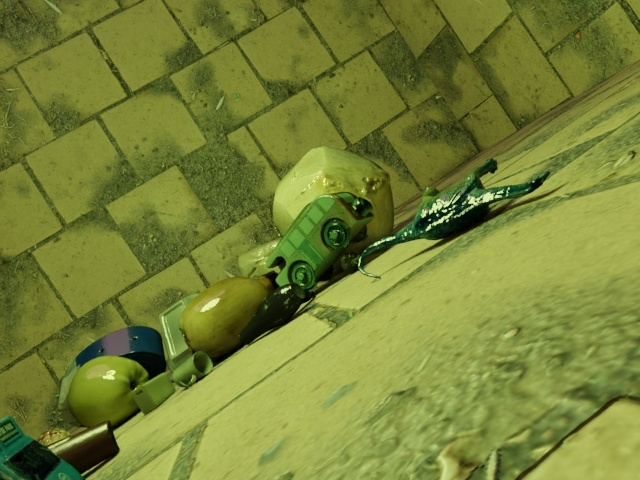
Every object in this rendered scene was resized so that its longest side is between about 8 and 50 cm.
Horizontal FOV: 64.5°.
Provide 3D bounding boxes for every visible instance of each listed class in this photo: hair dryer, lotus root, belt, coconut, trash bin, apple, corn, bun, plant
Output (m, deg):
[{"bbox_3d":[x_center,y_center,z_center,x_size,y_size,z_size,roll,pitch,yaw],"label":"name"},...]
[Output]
[{"bbox_3d":[-0.444,0.388,0.701,0.312,0.123,0.340,-23,7,-20],"label":"hair dryer"},{"bbox_3d":[-0.213,0.172,1.289,0.309,0.183,0.182,-35,1,-29],"label":"lotus root"},{"bbox_3d":[-0.611,0.401,1.493,0.347,0.212,0.117,-40,43,8],"label":"belt"},{"bbox_3d":[0.048,-0.104,1.489,0.360,0.346,0.346,-42,-4,28],"label":"coconut"},{"bbox_3d":[-0.384,0.351,1.179,0.043,0.061,0.092,-34,-2,17],"label":"trash bin"},{"bbox_3d":[-0.549,0.390,1.317,0.200,0.200,0.200,-34,0,0],"label":"apple"},{"bbox_3d":[-0.616,0.488,1.176,0.092,0.092,0.280,-34,3,-33],"label":"corn"},{"bbox_3d":[-0.132,0.101,1.667,0.281,0.205,0.281,-19,-3,-1],"label":"bun"},{"bbox_3d":[-0.075,0.157,1.191,0.195,0.075,0.219,-44,-14,26],"label":"hair dryer"},{"bbox_3d":[0.074,0.051,1.206,0.051,0.051,0.102,-34,-5,-5],"label":"plant"}]

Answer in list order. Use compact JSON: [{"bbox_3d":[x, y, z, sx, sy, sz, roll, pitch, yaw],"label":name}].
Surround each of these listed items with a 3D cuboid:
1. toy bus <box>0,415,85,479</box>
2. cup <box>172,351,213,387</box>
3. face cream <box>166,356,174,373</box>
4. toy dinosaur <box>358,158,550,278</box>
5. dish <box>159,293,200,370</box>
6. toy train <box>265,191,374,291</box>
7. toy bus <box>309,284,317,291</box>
[{"bbox_3d":[-0.320,0.267,0.405,0.246,0.134,0.113,-35,1,-16],"label":"toy bus"},{"bbox_3d":[-0.287,0.300,1.138,0.083,0.075,0.054,-37,-38,26],"label":"cup"},{"bbox_3d":[-0.377,0.334,1.592,0.077,0.077,0.250,-33,1,24],"label":"face cream"},{"bbox_3d":[0.203,-0.047,0.801,0.362,0.076,0.147,-28,11,44],"label":"toy dinosaur"},{"bbox_3d":[-0.372,0.251,1.394,0.151,0.213,0.077,-33,-35,7],"label":"dish"},{"bbox_3d":[0.000,0.000,1.286,0.326,0.159,0.129,-50,-14,27],"label":"toy train"},{"bbox_3d":[-0.050,0.145,1.472,0.083,0.031,0.037,-34,10,1],"label":"toy bus"}]
